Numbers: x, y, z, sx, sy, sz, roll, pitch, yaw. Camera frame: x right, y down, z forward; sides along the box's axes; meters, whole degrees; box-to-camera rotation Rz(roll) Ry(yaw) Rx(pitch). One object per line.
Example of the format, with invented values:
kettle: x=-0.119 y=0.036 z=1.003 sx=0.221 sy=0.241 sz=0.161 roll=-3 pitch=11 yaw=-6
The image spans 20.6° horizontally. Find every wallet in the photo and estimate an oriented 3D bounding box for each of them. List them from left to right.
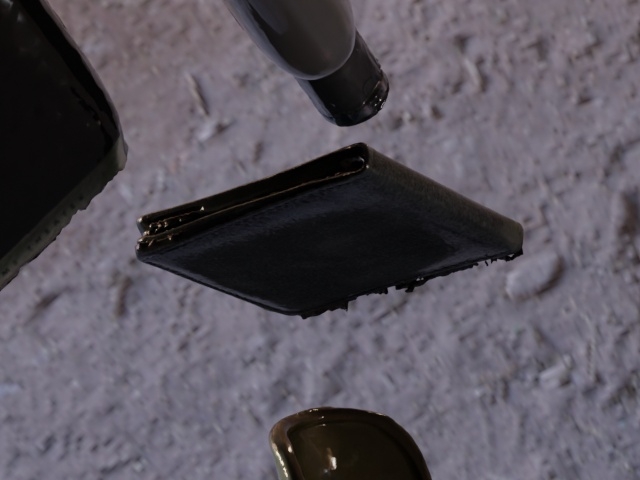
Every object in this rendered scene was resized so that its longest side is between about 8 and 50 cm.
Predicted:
wallet: x=0.000 y=-0.002 z=1.163 sx=0.222 sy=0.167 sz=0.036 roll=-19 pitch=59 yaw=40

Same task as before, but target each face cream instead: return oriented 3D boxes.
face cream: x=-0.034 y=-0.172 z=1.101 sx=0.071 sy=0.291 sz=0.144 roll=-32 pitch=52 yaw=6

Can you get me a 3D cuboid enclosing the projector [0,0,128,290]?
projector: x=-0.385 y=-0.092 z=1.033 sx=0.395 sy=0.405 sz=0.242 roll=-45 pitch=40 yaw=-10

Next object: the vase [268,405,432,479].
vase: x=0.005 y=0.348 z=1.496 sx=0.302 sy=0.241 sz=0.329 roll=-49 pitch=66 yaw=32
